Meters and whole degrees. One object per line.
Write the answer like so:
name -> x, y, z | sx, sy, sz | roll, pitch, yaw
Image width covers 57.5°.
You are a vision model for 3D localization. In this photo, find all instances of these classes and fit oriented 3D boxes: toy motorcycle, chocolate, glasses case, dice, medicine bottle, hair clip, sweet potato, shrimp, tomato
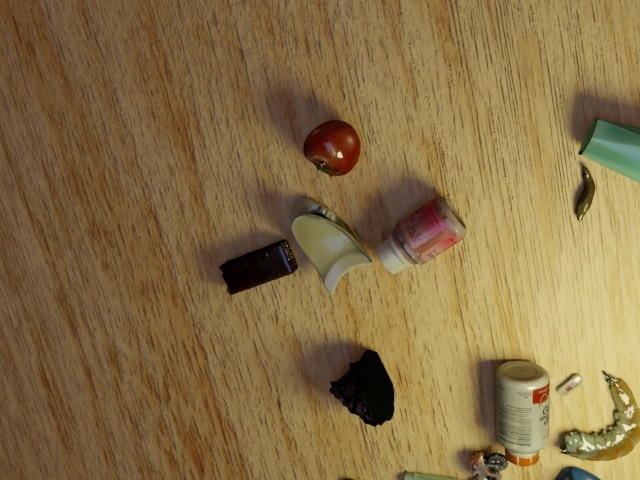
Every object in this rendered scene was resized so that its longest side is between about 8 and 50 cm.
toy motorcycle -> 0.514, 0.741, 1.854 | 0.118, 0.084, 0.213 | 14, 120, 8
chocolate -> 0.106, 0.482, 1.824 | 0.177, 0.206, 0.224 | -21, 105, 29
glasses case -> 0.745, 0.432, 1.740 | 0.032, 0.021, 0.083 | 42, 110, 2
dice -> 0.789, 0.789, 1.763 | 0.146, 0.143, 0.146 | 27, 110, 5
medicine bottle -> 0.283, -0.008, 1.667 | 0.247, 0.147, 0.147 | -34, 95, 20
hair clip -> 0.008, -0.001, 1.763 | 0.172, 0.113, 0.282 | -41, 98, 21
sweet potato -> 0.721, -0.125, 1.584 | 0.041, 0.038, 0.153 | -1, 104, -10
medicine bottle -> 0.596, 0.517, 1.728 | 0.156, 0.157, 0.289 | -2, 105, 14
shrimp -> 0.853, 0.549, 1.722 | 0.185, 0.068, 0.287 | 25, 108, 4
tomato -> 0.035, -0.268, 1.657 | 0.167, 0.167, 0.167 | 4, 106, 13

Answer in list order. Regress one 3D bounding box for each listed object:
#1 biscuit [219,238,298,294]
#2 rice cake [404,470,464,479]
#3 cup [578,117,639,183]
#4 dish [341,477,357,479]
biscuit -> -0.201, 0.088, 1.851 | 0.252, 0.070, 0.106 | -21, 99, 18
rice cake -> 0.371, 0.854, 1.931 | 0.198, 0.037, 0.190 | 9, 108, 16
cup -> 0.796, -0.223, 1.495 | 0.235, 0.134, 0.148 | 21, 106, 11
dish -> 0.124, 0.885, 1.994 | 0.141, 0.078, 0.141 | -16, 67, 42
